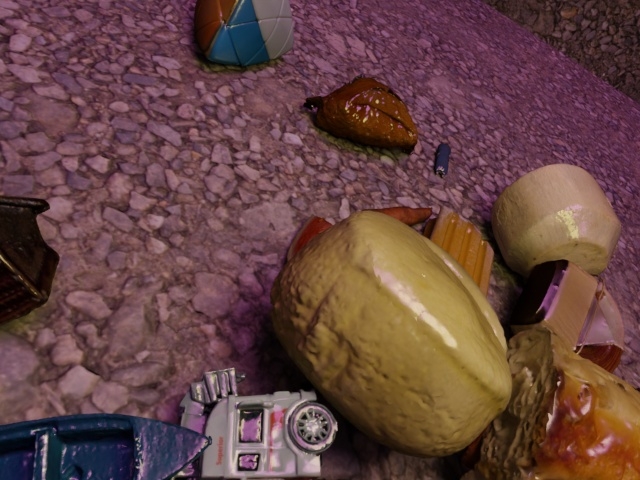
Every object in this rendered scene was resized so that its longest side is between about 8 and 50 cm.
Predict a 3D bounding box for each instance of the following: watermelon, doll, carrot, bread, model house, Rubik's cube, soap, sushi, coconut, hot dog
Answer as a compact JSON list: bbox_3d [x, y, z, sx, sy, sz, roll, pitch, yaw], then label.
[{"bbox_3d":[0.000,0.000,0.839,0.125,0.094,0.135,2,50,-23],"label":"watermelon"},{"bbox_3d":[0.303,-0.200,1.240,0.037,0.027,0.125,28,48,-8],"label":"doll"},{"bbox_3d":[0.168,-0.045,1.018,0.224,0.057,0.057,-10,61,-44],"label":"carrot"},{"bbox_3d":[0.086,0.121,0.649,0.321,0.237,0.320,36,17,-13],"label":"bread"},{"bbox_3d":[-0.395,0.035,0.575,0.165,0.106,0.152,-25,80,-5],"label":"model house"},{"bbox_3d":[0.479,0.159,0.952,0.212,0.142,0.224,43,62,-10],"label":"bread"},{"bbox_3d":[-0.174,-0.495,1.123,0.255,0.254,0.254,17,48,-20],"label":"Rubik's cube"},{"bbox_3d":[0.258,0.046,0.974,0.140,0.073,0.232,35,44,-5],"label":"soap"},{"bbox_3d":[0.113,-0.286,1.120,0.287,0.140,0.148,7,89,-27],"label":"sushi"},{"bbox_3d":[0.504,-0.040,1.085,0.245,0.245,0.247,18,48,-19],"label":"coconut"},{"bbox_3d":[0.358,0.352,0.648,0.366,0.196,0.367,27,79,-7],"label":"hot dog"}]

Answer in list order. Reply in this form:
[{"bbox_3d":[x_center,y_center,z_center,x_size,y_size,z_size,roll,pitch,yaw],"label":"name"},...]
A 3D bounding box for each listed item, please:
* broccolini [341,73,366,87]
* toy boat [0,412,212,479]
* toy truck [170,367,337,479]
[{"bbox_3d":[0.141,-0.327,1.217,0.201,0.074,0.058,36,27,-5],"label":"broccolini"},{"bbox_3d":[-0.250,0.220,0.460,0.300,0.061,0.096,-7,53,-12],"label":"toy boat"},{"bbox_3d":[-0.081,0.296,0.522,0.185,0.133,0.338,6,53,-13],"label":"toy truck"}]
